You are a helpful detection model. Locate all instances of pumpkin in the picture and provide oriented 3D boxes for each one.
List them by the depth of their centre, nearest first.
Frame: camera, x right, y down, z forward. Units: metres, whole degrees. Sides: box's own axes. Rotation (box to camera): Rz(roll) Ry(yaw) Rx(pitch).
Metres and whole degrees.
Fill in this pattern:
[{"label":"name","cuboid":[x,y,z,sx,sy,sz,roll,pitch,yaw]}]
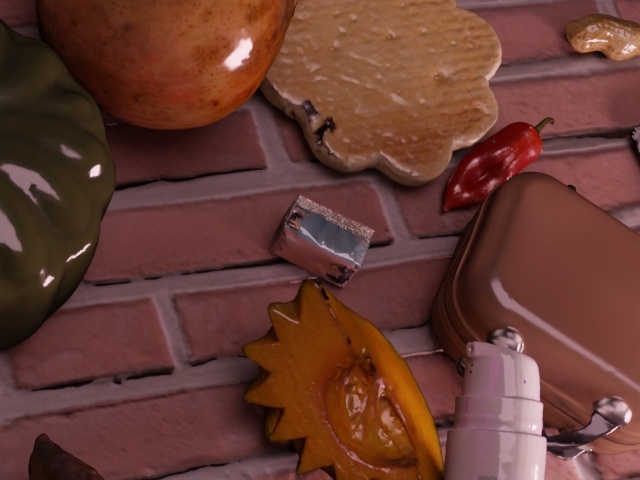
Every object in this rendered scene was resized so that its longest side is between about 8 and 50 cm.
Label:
[{"label":"pumpkin","cuboid":[0.018,0.162,1.848,0.254,0.130,0.149,59,16,-2]}]

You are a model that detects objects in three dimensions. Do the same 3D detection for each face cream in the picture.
[{"label":"face cream","cuboid":[0.167,0.276,1.780,0.102,0.102,0.345,9,79,-17]}]

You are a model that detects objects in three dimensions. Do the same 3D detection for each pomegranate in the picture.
[{"label":"pomegranate","cuboid":[-0.157,-0.275,1.864,0.322,0.322,0.322,9,62,-17]}]

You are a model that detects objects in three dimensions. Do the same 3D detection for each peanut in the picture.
[{"label":"peanut","cuboid":[0.349,-0.246,2.198,0.113,0.054,0.054,7,63,-15]}]

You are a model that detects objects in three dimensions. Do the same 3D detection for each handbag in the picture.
[{"label":"handbag","cuboid":[0.262,0.104,1.933,0.302,0.149,0.283,34,55,-5]}]

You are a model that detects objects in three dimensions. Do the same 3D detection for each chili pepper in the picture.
[{"label":"chili pepper","cuboid":[0.203,-0.092,2.062,0.191,0.050,0.059,-40,100,-25]}]

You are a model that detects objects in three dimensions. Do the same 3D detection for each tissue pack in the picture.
[{"label":"tissue pack","cuboid":[0.000,0.000,1.921,0.094,0.074,0.058,26,61,-5]}]

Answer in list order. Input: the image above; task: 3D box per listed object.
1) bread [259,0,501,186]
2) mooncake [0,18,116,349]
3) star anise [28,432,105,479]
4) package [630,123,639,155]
[{"label":"bread","cuboid":[0.064,-0.204,2.061,0.316,0.054,0.316,8,63,-17]},{"label":"mooncake","cuboid":[-0.372,-0.051,1.736,0.351,0.187,0.351,11,60,-19]},{"label":"star anise","cuboid":[-0.202,0.322,1.620,0.108,0.315,0.315,-25,71,14]},{"label":"package","cuboid":[0.473,-0.043,2.156,0.154,0.030,0.239,-10,69,-27]}]
